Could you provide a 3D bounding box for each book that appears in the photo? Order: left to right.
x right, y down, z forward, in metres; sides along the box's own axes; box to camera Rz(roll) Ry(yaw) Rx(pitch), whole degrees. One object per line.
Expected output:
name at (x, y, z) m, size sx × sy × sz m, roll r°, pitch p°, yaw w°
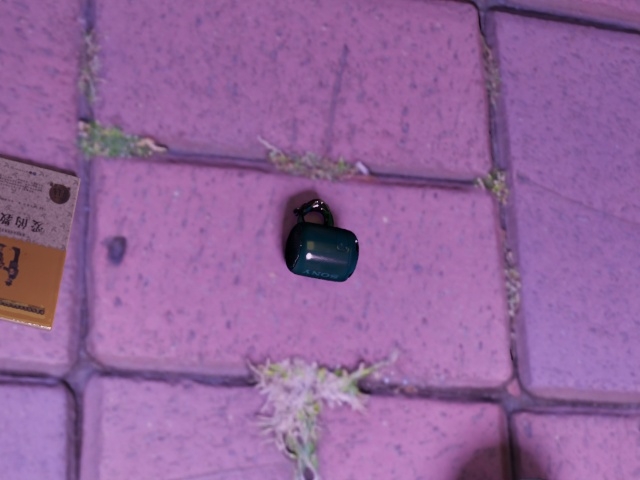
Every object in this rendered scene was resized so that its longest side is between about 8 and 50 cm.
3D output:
book at (-0.318, -0.001, 1.531) m, size 0.118 × 0.012 × 0.172 m, roll 14°, pitch 67°, yaw -18°

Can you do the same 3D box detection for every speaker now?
speaker at (-0.002, 0.002, 1.652) m, size 0.075 × 0.060 × 0.094 m, roll 11°, pitch 33°, yaw -20°

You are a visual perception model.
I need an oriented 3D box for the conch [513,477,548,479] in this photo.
conch at (0.215, 0.363, 1.577) m, size 0.185 × 0.121 × 0.221 m, roll 23°, pitch 72°, yaw -19°
